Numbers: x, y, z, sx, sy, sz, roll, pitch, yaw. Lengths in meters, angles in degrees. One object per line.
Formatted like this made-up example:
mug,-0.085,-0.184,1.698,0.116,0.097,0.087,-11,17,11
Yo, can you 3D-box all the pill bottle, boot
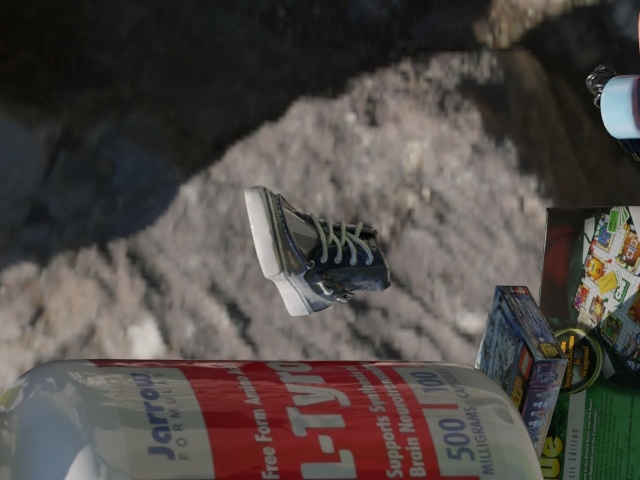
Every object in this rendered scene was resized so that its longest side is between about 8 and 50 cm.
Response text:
pill bottle,-0.080,0.189,1.225,0.407,0.229,0.229,2,131,-23
boot,0.000,0.000,1.448,0.086,0.069,0.190,-14,160,5

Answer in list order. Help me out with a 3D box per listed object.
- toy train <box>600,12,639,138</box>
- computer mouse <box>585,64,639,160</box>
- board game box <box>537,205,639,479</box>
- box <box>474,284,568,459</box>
toy train,0.154,-0.076,0.523,0.166,0.046,0.125,-6,96,40
computer mouse,0.286,-0.122,1.327,0.193,0.042,0.106,-31,127,8
board game box,0.228,0.098,1.461,0.136,0.260,0.030,2,159,18
box,0.138,0.114,1.391,0.027,0.094,0.137,1,123,-16
